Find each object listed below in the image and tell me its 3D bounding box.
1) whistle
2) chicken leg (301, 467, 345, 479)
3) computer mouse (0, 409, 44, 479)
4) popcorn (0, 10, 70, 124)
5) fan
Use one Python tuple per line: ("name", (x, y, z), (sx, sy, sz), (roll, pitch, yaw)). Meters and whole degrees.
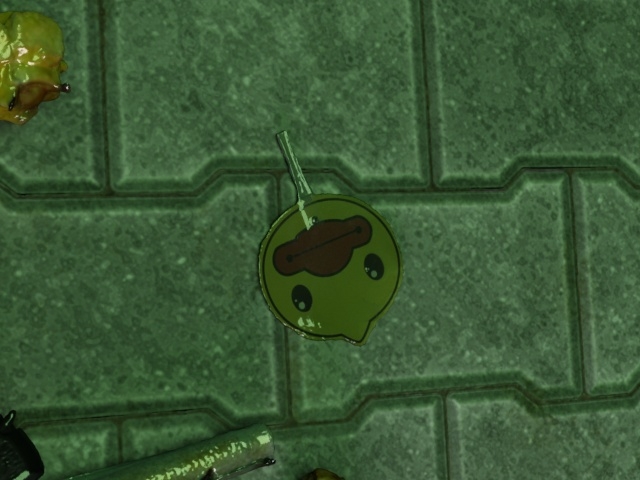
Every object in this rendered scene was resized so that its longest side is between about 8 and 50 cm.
("whistle", (-0.213, 0.315, 1.775), (0.326, 0.057, 0.068), (-13, 88, -23))
("chicken leg", (0.022, 0.440, 1.855), (0.107, 0.087, 0.251), (-21, 101, -12))
("computer mouse", (-0.459, 0.325, 1.653), (0.147, 0.088, 0.264), (36, 72, 2))
("popcorn", (-0.398, -0.222, 1.693), (0.152, 0.148, 0.167), (41, 100, 18))
("fan", (0.000, 0.000, 1.917), (0.230, 0.011, 0.335), (-24, 95, -23))
